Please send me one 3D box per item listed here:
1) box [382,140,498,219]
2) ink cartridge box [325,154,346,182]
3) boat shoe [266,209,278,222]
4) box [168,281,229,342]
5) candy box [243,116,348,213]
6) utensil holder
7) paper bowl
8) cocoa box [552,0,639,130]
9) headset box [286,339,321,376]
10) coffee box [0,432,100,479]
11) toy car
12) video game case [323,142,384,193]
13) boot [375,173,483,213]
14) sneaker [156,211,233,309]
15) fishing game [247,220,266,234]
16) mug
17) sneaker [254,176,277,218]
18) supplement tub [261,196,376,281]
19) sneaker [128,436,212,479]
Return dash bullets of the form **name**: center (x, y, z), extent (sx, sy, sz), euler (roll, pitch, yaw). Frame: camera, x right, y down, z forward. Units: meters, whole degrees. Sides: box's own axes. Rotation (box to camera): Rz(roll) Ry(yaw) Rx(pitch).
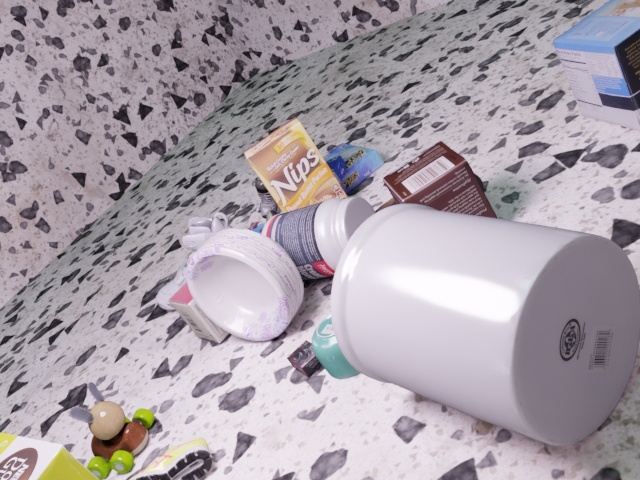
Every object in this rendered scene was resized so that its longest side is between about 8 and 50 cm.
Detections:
- **box**: center (0.275, -0.084, 1.579), extent (0.168, 0.203, 0.167), euler (-32, 25, 2)
- **ink cartridge box**: center (-0.023, -0.189, 2.157), extent (0.207, 0.046, 0.097), euler (-19, 32, 29)
- **boat shoe**: center (-0.119, -0.026, 2.081), extent (0.079, 0.084, 0.233), euler (0, 24, -18)
- **box**: center (-0.268, 0.142, 1.884), extent (0.126, 0.149, 0.232), euler (2, 42, 52)
- **candy box**: center (-0.058, -0.171, 1.991), extent (0.182, 0.317, 0.087), euler (-34, 25, 1)
- **utensil holder**: center (0.254, 0.117, 1.113), extent (0.327, 0.328, 0.385), euler (-44, 28, -21)
- **paper bowl**: center (-0.174, 0.095, 1.696), extent (0.284, 0.284, 0.148), euler (-13, 28, 37)
- **cocoa box**: center (0.778, -0.461, 1.623), extent (0.347, 0.228, 0.231), euler (-36, 25, -4)
- **headset box**: center (-0.027, 0.261, 1.525), extent (0.062, 0.032, 0.083), euler (-41, 25, -16)
- **coffee box**: center (-0.525, 0.575, 1.199), extent (0.334, 0.338, 0.338), euler (-8, 36, 42)
- **toy car**: center (-0.506, 0.428, 1.611), extent (0.148, 0.188, 0.155), euler (-21, 28, 25)
- **video game case**: center (0.038, -0.209, 2.247), extent (0.269, 0.061, 0.244), euler (-39, 27, -12)
- **boot**: center (0.271, -0.111, 1.760), extent (0.305, 0.112, 0.115), euler (-22, 17, 29)
- **sneaker**: center (-0.381, 0.057, 2.094), extent (0.365, 0.210, 0.137), euler (-27, 26, 15)
- **fishing game**: center (-0.191, -0.020, 2.209), extent (0.189, 0.041, 0.264), euler (-44, 27, -26)
- **mug**: center (0.058, 0.203, 1.451), extent (0.157, 0.097, 0.129), euler (-31, 25, 6)
- **sneaker**: center (-0.167, -0.133, 2.229), extent (0.086, 0.132, 0.228), euler (10, 5, 8)
- **supplement tub**: center (0.000, 0.000, 1.768), extent (0.272, 0.191, 0.191), euler (-14, 32, 36)
- **sneaker**: center (-0.316, 0.480, 1.442), extent (0.208, 0.082, 0.094), euler (-26, 18, 0)
